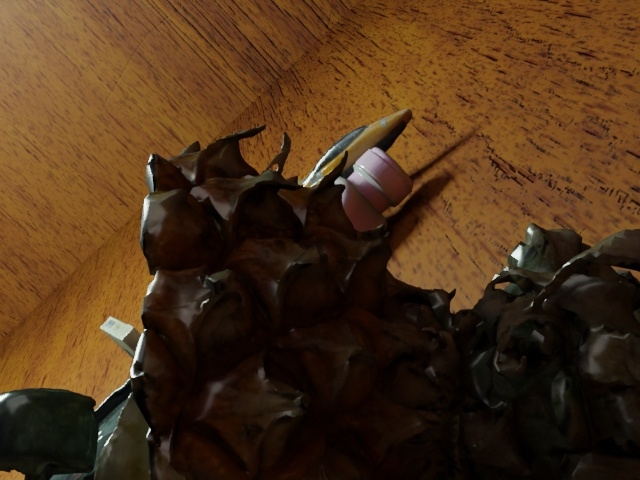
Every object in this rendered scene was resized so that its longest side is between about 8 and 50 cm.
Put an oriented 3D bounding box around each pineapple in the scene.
[{"bbox_3d":[0.078,0.060,0.477,0.272,0.262,0.262,-8,19,2],"label":"pineapple"}]

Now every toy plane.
[{"bbox_3d":[-0.008,-0.039,1.251,0.316,0.103,0.204,-31,20,22],"label":"toy plane"}]

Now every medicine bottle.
[{"bbox_3d":[0.000,0.000,1.137,0.219,0.078,0.115,-45,12,-3],"label":"medicine bottle"}]

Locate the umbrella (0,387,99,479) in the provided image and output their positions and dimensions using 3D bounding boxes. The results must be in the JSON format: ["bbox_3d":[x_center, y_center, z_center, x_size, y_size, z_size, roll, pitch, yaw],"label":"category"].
[{"bbox_3d":[-0.111,0.232,0.425,0.143,0.348,0.094,-5,-17,14],"label":"umbrella"}]

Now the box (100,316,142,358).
[{"bbox_3d":[-0.214,0.134,1.319,0.024,0.090,0.167,-47,15,-13],"label":"box"}]

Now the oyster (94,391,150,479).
[{"bbox_3d":[-0.078,0.162,0.657,0.204,0.111,0.396,129,159,-57],"label":"oyster"}]

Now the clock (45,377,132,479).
[{"bbox_3d":[-0.197,0.228,1.069,0.312,0.061,0.312,-41,15,13],"label":"clock"}]
